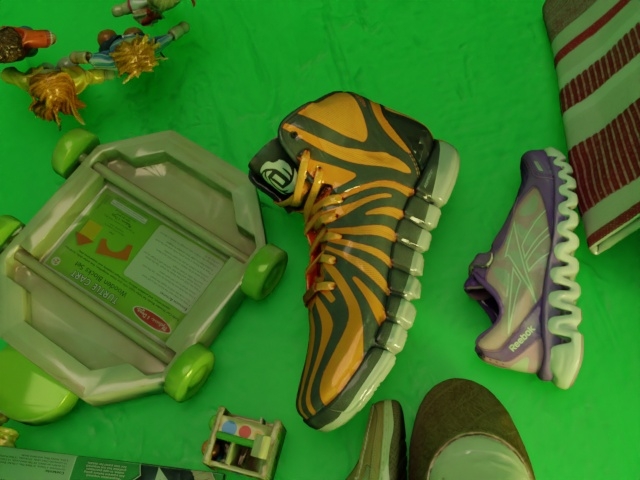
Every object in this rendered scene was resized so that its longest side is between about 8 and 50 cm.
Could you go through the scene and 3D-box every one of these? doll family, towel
[{"bbox_3d":[-0.230,-0.194,0.845,0.262,0.163,0.118,-22,110,-9],"label":"doll family"},{"bbox_3d":[0.299,-0.180,0.737,0.037,0.237,0.329,17,54,-20],"label":"towel"}]

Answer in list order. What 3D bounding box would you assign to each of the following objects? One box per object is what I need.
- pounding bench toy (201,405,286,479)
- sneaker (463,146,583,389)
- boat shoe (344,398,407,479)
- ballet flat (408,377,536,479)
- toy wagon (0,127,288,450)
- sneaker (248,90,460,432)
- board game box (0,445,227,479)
[{"bbox_3d":[-0.071,0.177,0.708,0.065,0.083,0.052,12,68,9],"label":"pounding bench toy"},{"bbox_3d":[0.188,0.019,0.757,0.104,0.095,0.237,1,67,13],"label":"sneaker"},{"bbox_3d":[0.034,0.230,0.691,0.072,0.068,0.190,0,66,17],"label":"boat shoe"},{"bbox_3d":[0.124,0.267,0.632,0.116,0.124,0.343,3,67,5],"label":"ballet flat"},{"bbox_3d":[-0.209,0.049,0.784,0.267,0.068,0.344,31,73,16],"label":"toy wagon"},{"bbox_3d":[0.000,0.000,0.730,0.180,0.124,0.321,29,57,-14],"label":"sneaker"},{"bbox_3d":[-0.245,0.262,0.624,0.317,0.046,0.214,8,39,-3],"label":"board game box"}]
